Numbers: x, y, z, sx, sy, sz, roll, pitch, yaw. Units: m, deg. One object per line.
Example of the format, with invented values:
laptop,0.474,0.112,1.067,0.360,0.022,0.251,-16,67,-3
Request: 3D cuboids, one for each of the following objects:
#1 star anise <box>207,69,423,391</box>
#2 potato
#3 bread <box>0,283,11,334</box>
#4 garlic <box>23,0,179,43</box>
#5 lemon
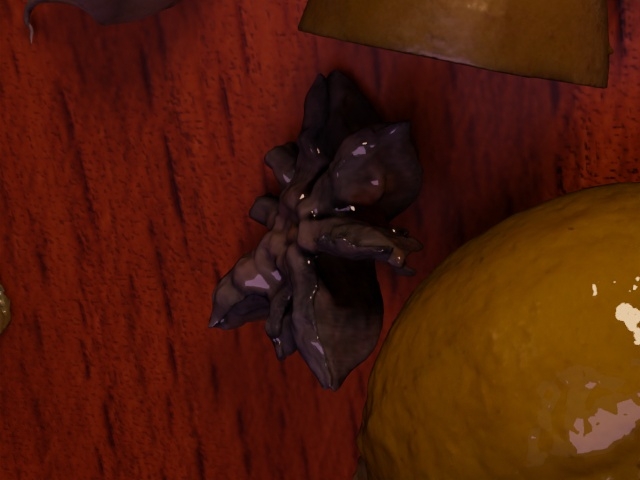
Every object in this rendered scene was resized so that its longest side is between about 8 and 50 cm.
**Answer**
star anise,0.000,0.000,0.974,0.093,0.229,0.236,14,145,-36
potato,0.098,-0.187,0.862,0.203,0.178,0.158,22,106,33
bread,-0.357,0.075,1.147,0.156,0.110,0.103,-12,117,22
garlic,-0.136,-0.221,0.948,0.129,0.148,0.266,10,120,-30
lemon,0.179,0.108,0.912,0.285,0.285,0.316,33,100,-1
